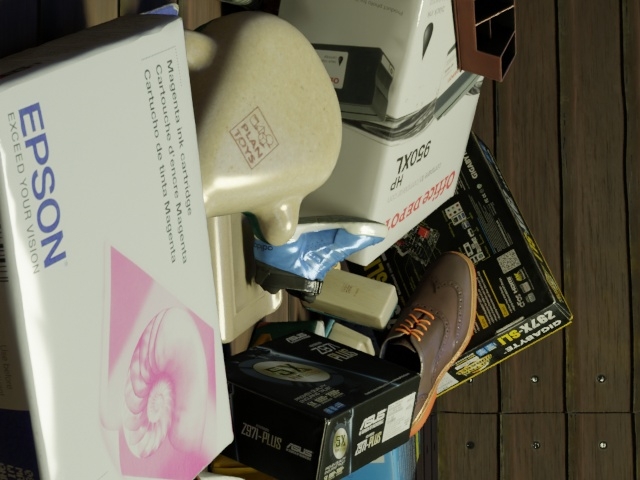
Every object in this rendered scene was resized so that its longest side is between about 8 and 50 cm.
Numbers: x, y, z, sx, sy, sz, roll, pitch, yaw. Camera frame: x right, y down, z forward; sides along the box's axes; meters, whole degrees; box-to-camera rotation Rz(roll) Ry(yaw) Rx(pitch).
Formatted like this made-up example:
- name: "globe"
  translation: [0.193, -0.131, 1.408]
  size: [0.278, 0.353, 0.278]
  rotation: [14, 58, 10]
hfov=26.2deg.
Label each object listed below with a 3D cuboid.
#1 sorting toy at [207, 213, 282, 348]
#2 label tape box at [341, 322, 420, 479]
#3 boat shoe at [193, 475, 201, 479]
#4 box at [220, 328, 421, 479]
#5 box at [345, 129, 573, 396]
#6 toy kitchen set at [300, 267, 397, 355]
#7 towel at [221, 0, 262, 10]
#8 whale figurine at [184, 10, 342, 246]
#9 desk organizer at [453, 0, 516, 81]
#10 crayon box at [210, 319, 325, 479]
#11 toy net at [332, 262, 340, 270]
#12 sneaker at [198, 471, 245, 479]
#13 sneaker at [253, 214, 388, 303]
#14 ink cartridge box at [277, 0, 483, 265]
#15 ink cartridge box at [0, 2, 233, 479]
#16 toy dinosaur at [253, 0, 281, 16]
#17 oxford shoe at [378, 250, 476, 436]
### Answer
- name: "sorting toy"
  translation: [-0.091, 0.002, 1.393]
  size: [0.196, 0.047, 0.348]
  rotation: [-24, 112, -74]
- name: "label tape box"
  translation: [0.081, 0.262, 2.096]
  size: [0.348, 0.115, 0.249]
  rotation: [-65, 151, -72]
- name: "boat shoe"
  translation: [-0.087, 0.254, 1.116]
  size: [0.207, 0.073, 0.073]
  rotation: [56, 3, -37]
- name: "box"
  translation: [-0.012, 0.160, 1.329]
  size: [0.180, 0.147, 0.077]
  rotation: [-16, 119, -55]
- name: "box"
  translation: [0.178, 0.035, 1.963]
  size: [0.079, 0.257, 0.322]
  rotation: [36, 26, -52]
- name: "toy kitchen set"
  translation: [0.016, 0.169, 1.844]
  size: [0.207, 0.122, 0.166]
  rotation: [-63, 157, -26]
- name: "towel"
  translation: [-0.116, -0.400, 1.335]
  size: [0.312, 0.056, 0.324]
  rotation: [-16, 106, -76]
- name: "whale figurine"
  translation: [-0.099, -0.082, 1.195]
  size: [0.272, 0.141, 0.216]
  rotation: [-51, 119, -42]
- name: "desk organizer"
  translation: [0.176, -0.229, 1.460]
  size: [0.047, 0.050, 0.130]
  rotation: [-61, 158, -24]
- name: "crayon box"
  translation: [-0.046, 0.254, 1.493]
  size: [0.318, 0.081, 0.202]
  rotation: [-74, 159, -60]
- name: "toy net"
  translation: [0.000, 0.000, 1.899]
  size: [0.122, 0.045, 0.232]
  rotation: [-117, -161, -57]
- name: "sneaker"
  translation: [-0.103, 0.256, 1.226]
  size: [0.212, 0.080, 0.094]
  rotation: [64, 38, -68]
- name: "sneaker"
  translation: [0.000, 0.020, 1.413]
  size: [0.058, 0.152, 0.084]
  rotation: [17, -73, 56]
- name: "ink cartridge box"
  translation: [0.074, -0.208, 1.539]
  size: [0.285, 0.166, 0.395]
  rotation: [-35, 142, -57]
- name: "ink cartridge box"
  translation: [-0.132, 0.021, 0.936]
  size: [0.330, 0.071, 0.324]
  rotation: [-40, 128, -60]
- name: "toy dinosaur"
  translation: [-0.005, -0.391, 1.537]
  size: [0.322, 0.164, 0.218]
  rotation: [-53, -176, 34]
- name: "oxford shoe"
  translation: [0.138, 0.128, 1.822]
  size: [0.098, 0.097, 0.271]
  rotation: [58, 49, -61]
